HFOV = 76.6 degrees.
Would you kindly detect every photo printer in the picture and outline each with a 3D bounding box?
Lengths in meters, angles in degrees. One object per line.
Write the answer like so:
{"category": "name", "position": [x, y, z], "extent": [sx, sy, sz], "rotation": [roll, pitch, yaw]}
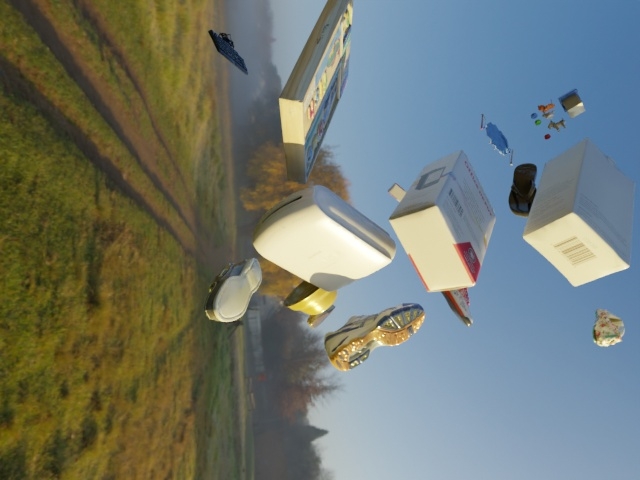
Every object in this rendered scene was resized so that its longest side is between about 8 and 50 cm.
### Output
{"category": "photo printer", "position": [0.000, 0.000, 1.033], "extent": [0.256, 0.307, 0.107], "rotation": [-31, -140, 36]}

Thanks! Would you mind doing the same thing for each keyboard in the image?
{"category": "keyboard", "position": [-0.256, -0.553, 1.164], "extent": [0.100, 0.038, 0.192], "rotation": [63, 13, 2]}

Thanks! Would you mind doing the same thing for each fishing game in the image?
{"category": "fishing game", "position": [0.867, -0.501, 2.008], "extent": [0.041, 0.264, 0.189], "rotation": [-31, -152, 45]}

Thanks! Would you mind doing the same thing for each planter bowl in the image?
{"category": "planter bowl", "position": [-0.011, 0.184, 1.354], "extent": [0.090, 0.217, 0.217], "rotation": [55, -6, -10]}

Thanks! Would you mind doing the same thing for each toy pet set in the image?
{"category": "toy pet set", "position": [0.604, -0.340, 1.041], "extent": [0.114, 0.122, 0.065], "rotation": [-30, -128, 32]}

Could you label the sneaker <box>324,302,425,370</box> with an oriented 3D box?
{"category": "sneaker", "position": [0.143, 0.237, 1.132], "extent": [0.131, 0.296, 0.112], "rotation": [-135, -156, -63]}

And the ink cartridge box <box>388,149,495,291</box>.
{"category": "ink cartridge box", "position": [0.318, -0.054, 1.018], "extent": [0.226, 0.131, 0.306], "rotation": [58, 41, -16]}

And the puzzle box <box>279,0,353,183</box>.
{"category": "puzzle box", "position": [-0.001, -0.376, 1.000], "extent": [0.272, 0.052, 0.409], "rotation": [91, 17, -62]}

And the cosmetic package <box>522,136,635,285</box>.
{"category": "cosmetic package", "position": [0.740, -0.092, 1.148], "extent": [0.385, 0.217, 0.156], "rotation": [-50, -175, -38]}

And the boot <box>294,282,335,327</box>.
{"category": "boot", "position": [-0.042, 0.242, 1.553], "extent": [0.077, 0.165, 0.213], "rotation": [-52, 168, 17]}

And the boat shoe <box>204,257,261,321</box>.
{"category": "boat shoe", "position": [-0.247, 0.135, 1.109], "extent": [0.305, 0.091, 0.109], "rotation": [-63, 141, -69]}

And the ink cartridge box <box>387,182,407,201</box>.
{"category": "ink cartridge box", "position": [0.369, -0.220, 1.900], "extent": [0.056, 0.099, 0.135], "rotation": [-50, -179, 13]}

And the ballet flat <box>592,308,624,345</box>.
{"category": "ballet flat", "position": [0.893, 0.270, 1.254], "extent": [0.077, 0.241, 0.091], "rotation": [-13, -88, 36]}

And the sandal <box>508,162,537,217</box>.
{"category": "sandal", "position": [0.680, -0.176, 1.359], "extent": [0.054, 0.097, 0.255], "rotation": [58, 37, -40]}

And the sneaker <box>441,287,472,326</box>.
{"category": "sneaker", "position": [0.545, 0.185, 1.566], "extent": [0.270, 0.144, 0.090], "rotation": [59, -2, 20]}
